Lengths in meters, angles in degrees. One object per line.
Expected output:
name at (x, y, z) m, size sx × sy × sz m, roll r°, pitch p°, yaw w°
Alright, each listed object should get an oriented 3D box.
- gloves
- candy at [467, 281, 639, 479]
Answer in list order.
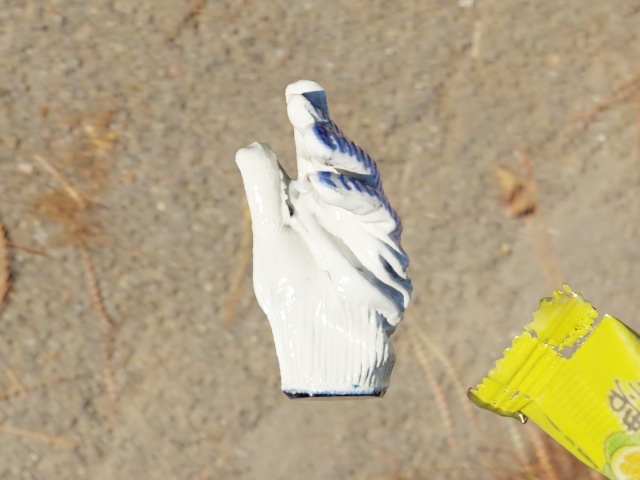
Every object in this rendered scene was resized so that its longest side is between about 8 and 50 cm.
gloves at (0.002, 0.002, 1.282) m, size 0.097 × 0.119 × 0.229 m, roll -34°, pitch 119°, yaw -68°
candy at (0.257, 0.147, 1.288) m, size 0.297 × 0.187 × 0.081 m, roll 27°, pitch 55°, yaw -1°
